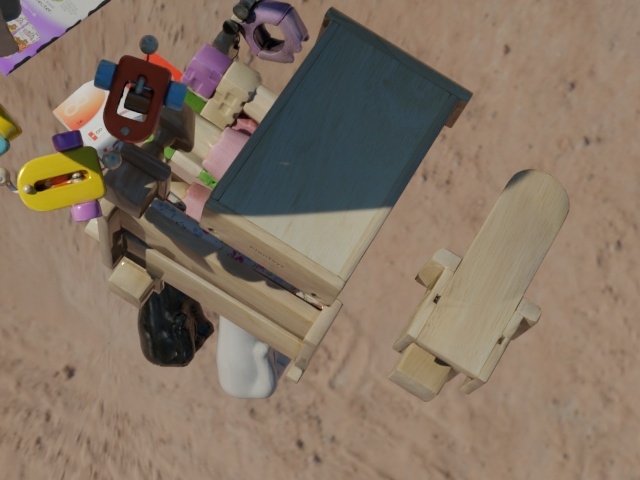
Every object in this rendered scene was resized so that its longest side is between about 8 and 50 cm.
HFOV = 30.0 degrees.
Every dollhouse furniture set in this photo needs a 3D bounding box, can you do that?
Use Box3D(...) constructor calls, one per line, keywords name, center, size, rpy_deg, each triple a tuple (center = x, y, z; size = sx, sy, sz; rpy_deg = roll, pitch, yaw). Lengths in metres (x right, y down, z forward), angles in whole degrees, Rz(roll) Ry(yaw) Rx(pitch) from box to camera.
Box3D(name="dollhouse furniture set", center=(0.000, 0.000, 0.936), size=(0.303, 0.355, 0.173), rpy_deg=(32, 70, 2))

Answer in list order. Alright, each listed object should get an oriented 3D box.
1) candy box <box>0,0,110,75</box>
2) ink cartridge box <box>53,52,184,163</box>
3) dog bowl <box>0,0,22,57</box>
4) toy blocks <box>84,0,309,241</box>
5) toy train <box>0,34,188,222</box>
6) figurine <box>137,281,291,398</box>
Box3D(name="candy box", center=(-0.337, -0.316, 1.384), size=(0.196, 0.070, 0.165), rpy_deg=(-35, 110, 0))
Box3D(name="ink cartridge box", center=(-0.290, -0.208, 1.752), size=(0.179, 0.145, 0.045), rpy_deg=(-45, 136, -5))
Box3D(name="dog bowl", center=(-0.249, -0.238, 0.580), size=(0.102, 0.349, 0.348), rpy_deg=(-20, 89, -7))
Box3D(name="toy blocks", center=(-0.086, -0.096, 1.508), size=(0.260, 0.288, 0.309), rpy_deg=(33, 44, -6))
Box3D(name="toy train", center=(-0.174, -0.080, 0.756), size=(0.166, 0.046, 0.125), rpy_deg=(12, 91, -8))
Box3D(name="figurine", center=(-0.138, 0.060, 1.358), size=(0.092, 0.215, 0.209), rpy_deg=(-41, 131, -35))
